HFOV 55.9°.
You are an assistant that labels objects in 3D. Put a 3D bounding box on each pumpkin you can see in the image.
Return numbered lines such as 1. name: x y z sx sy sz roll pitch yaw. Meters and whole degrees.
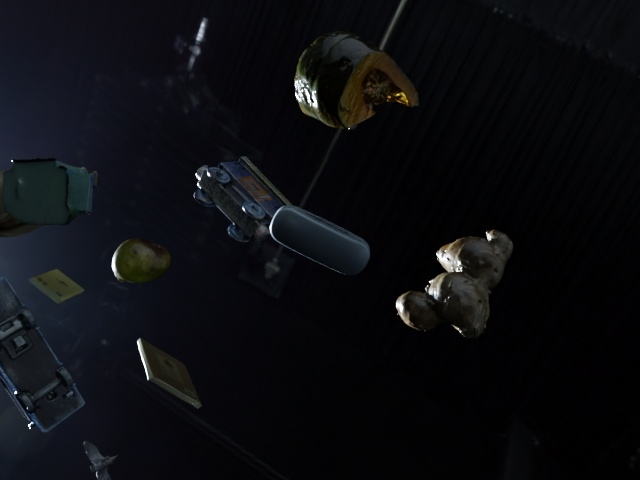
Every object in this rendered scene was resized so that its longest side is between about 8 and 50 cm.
1. pumpkin: 0.075 -0.303 1.267 0.139 0.190 0.281 29 177 39

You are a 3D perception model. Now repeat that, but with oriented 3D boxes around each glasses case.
1. glasses case: 0.000 0.000 1.032 0.179 0.067 0.045 26 -158 -6

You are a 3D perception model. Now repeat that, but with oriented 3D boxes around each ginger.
1. ginger: 0.399 0.116 1.705 0.256 0.375 0.176 28 165 42

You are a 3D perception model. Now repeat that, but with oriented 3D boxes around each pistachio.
1. pistachio: -0.606 -0.083 1.211 0.215 0.143 0.144 -19 -143 -11

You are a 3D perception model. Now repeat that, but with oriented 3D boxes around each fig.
1. fig: -0.487 0.054 1.643 0.153 0.120 0.136 1 -174 9

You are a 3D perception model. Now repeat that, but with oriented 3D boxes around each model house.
1. model house: -0.476 -0.088 1.115 0.149 0.119 0.149 -1 -177 18

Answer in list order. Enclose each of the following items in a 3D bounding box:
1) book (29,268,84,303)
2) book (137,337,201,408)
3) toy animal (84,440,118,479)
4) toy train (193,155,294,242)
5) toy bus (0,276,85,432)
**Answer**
1. book: -0.554 0.096 1.272 0.077 0.014 0.111 39 -173 -3
2. book: -0.343 0.297 1.360 0.138 0.016 0.199 41 177 -28
3. toy animal: -0.352 0.360 0.981 0.050 0.028 0.084 -14 -107 -36
4. toy train: -0.222 -0.113 1.749 0.299 0.131 0.202 47 -148 20
5. toy bus: -0.581 0.217 1.157 0.131 0.297 0.106 -2 -152 48
